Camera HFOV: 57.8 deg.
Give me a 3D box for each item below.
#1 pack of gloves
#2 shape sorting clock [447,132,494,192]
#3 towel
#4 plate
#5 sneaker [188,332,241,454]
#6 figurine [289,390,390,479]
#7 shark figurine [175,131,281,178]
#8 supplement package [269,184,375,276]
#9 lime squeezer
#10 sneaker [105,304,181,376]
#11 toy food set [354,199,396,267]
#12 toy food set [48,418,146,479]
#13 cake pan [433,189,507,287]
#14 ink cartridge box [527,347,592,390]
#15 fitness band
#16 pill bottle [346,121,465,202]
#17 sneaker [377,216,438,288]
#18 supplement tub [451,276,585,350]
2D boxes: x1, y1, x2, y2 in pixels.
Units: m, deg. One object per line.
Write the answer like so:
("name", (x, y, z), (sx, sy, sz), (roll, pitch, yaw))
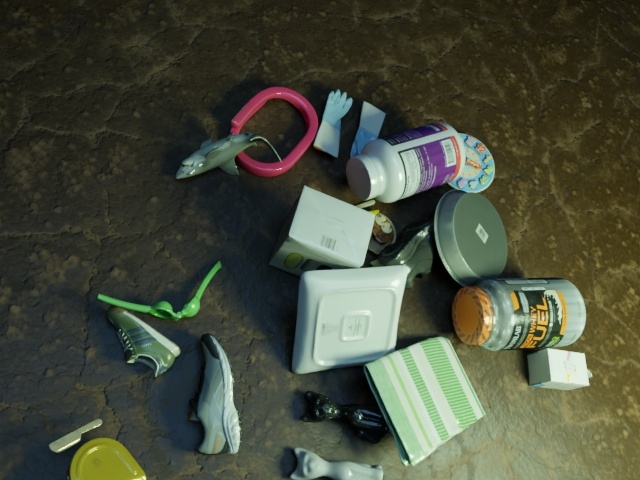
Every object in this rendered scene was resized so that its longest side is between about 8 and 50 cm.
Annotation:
("pack of gloves", (0.082, -0.324, 1.725), (0.195, 0.046, 0.232), (26, 64, -21))
("shape sorting clock", (0.452, -0.244, 1.810), (0.206, 0.040, 0.206), (7, 66, -16))
("towel", (0.263, 0.378, 1.434), (0.324, 0.038, 0.248), (-11, 72, -43))
("plate", (0.076, 0.199, 1.395), (0.277, 0.045, 0.278), (-2, 113, -20))
("sneaker", (-0.244, 0.341, 1.294), (0.107, 0.100, 0.272), (-6, 71, -16))
("figurine", (0.044, 0.475, 1.353), (0.209, 0.092, 0.215), (16, 65, -4))
("shark figurine", (-0.225, -0.220, 1.516), (0.166, 0.278, 0.116), (-77, 146, -54))
("supplement package", (0.000, 0.000, 1.459), (0.194, 0.203, 0.149), (22, 63, -9))
("lime squeezer", (-0.348, 0.135, 1.346), (0.310, 0.058, 0.110), (-16, 94, -37))
("sneaker", (-0.413, 0.230, 1.296), (0.192, 0.064, 0.086), (36, 57, -6))
("toy food set", (0.154, -0.025, 1.616), (0.132, 0.038, 0.192), (-24, 78, -26))
("toy food set", (-0.452, 0.481, 1.186), (0.218, 0.071, 0.128), (52, 38, 4))
("cake pan", (0.434, -0.009, 1.640), (0.293, 0.054, 0.294), (13, 69, -38))
("ink cartridge box", (0.663, 0.359, 1.605), (0.143, 0.092, 0.090), (10, 65, -17))
("fitness band", (-0.132, -0.306, 1.630), (0.209, 0.054, 0.291), (39, 62, -4))
("pill bottle", (0.239, -0.216, 1.646), (0.322, 0.181, 0.182), (-19, 76, -25))
("sneaker", (0.270, 0.029, 1.609), (0.286, 0.109, 0.130), (-38, 107, -34))
("supplement tub", (0.530, 0.198, 1.568), (0.315, 0.193, 0.194), (0, 69, -19))
